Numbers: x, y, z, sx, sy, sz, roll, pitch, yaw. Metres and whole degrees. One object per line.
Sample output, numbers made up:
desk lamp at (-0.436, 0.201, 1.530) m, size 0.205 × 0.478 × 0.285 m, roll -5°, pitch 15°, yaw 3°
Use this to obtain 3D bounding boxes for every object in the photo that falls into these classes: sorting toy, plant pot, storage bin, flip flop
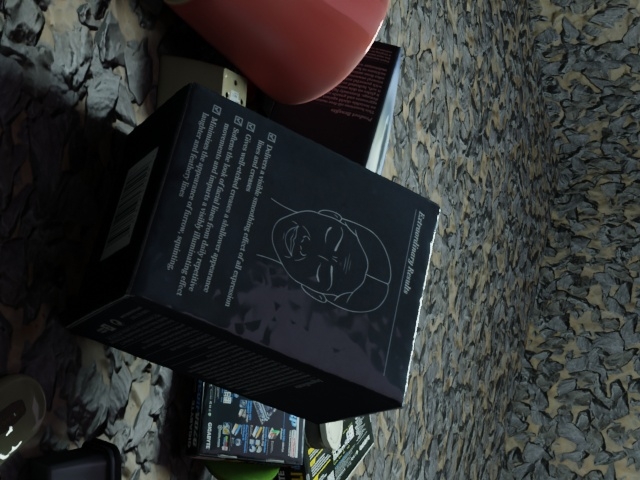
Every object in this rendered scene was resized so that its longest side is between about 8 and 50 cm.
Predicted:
sorting toy at (-0.146, 0.381, 1.708) m, size 0.365 × 0.127 × 0.126 m, roll -58°, pitch 172°, yaw -53°
plant pot at (-0.077, -0.362, 1.547) m, size 0.243 × 0.275 × 0.274 m, roll 25°, pitch 66°, yaw -40°
storage bin at (-0.302, 0.312, 1.322) m, size 0.091 × 0.098 × 0.135 m, roll 1°, pitch 92°, yaw -39°
plant pot at (-0.165, -0.204, 1.577) m, size 0.109 × 0.096 × 0.109 m, roll 15°, pitch 77°, yaw -66°
flip flop at (-0.366, 0.232, 1.162) m, size 0.277 × 0.080 × 0.112 m, roll -45°, pitch 132°, yaw -58°

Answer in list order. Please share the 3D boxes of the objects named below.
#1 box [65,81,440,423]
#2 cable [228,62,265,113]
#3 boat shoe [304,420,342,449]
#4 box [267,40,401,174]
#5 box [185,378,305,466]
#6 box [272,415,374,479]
box at (-0.077, 0.032, 1.425) m, size 0.395 × 0.212 × 0.293 m, roll 25°, pitch 63°, yaw -24°
cable at (-0.139, -0.319, 1.721) m, size 0.139 × 0.072 × 0.287 m, roll -55°, pitch 131°, yaw -25°
boat shoe at (-0.029, 0.201, 1.806) m, size 0.116 × 0.097 × 0.324 m, roll 65°, pitch 14°, yaw -54°
box at (0.008, -0.130, 1.780) m, size 0.296 × 0.183 × 0.294 m, roll 93°, pitch 12°, yaw -60°
box at (-0.107, 0.226, 1.667) m, size 0.175 × 0.051 × 0.220 m, roll 11°, pitch 73°, yaw -27°
box at (-0.001, 0.323, 2.008) m, size 0.322 × 0.079 × 0.257 m, roll -38°, pitch 121°, yaw -62°
